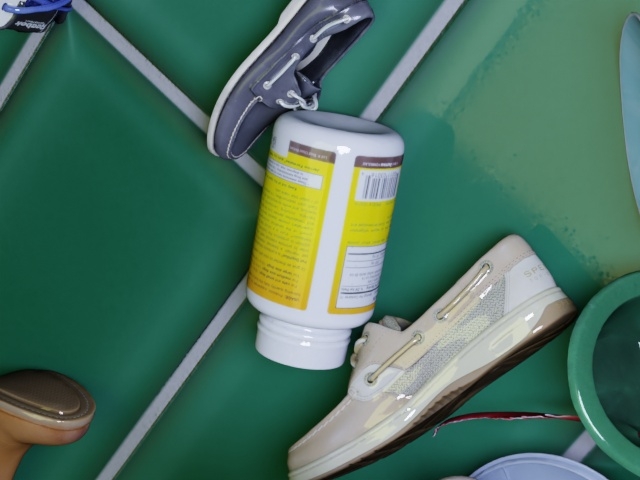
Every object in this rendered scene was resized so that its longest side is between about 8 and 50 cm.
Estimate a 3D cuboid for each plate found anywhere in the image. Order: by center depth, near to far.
[{"bbox_3d":[0.260,-0.082,1.149,0.024,0.188,0.188,-7,95,2],"label":"plate"}]

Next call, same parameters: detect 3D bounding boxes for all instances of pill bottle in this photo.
[{"bbox_3d":[0.000,0.000,1.321,0.117,0.117,0.215,17,105,24],"label":"pill bottle"}]

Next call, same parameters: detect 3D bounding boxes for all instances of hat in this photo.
[{"bbox_3d":[0.246,0.124,1.262,0.208,0.183,0.173,28,70,-7],"label":"hat"}]

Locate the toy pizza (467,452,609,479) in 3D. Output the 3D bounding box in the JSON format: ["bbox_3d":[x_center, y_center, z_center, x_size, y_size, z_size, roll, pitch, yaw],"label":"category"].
[{"bbox_3d":[0.197,0.276,1.282,0.201,0.032,0.201,7,104,28],"label":"toy pizza"}]

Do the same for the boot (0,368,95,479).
[{"bbox_3d":[-0.343,0.243,1.538,0.283,0.109,0.220,5,99,29],"label":"boot"}]

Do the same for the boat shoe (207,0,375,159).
[{"bbox_3d":[-0.027,-0.144,1.338,0.065,0.075,0.206,43,110,18],"label":"boat shoe"}]

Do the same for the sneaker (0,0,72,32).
[{"bbox_3d":[-0.244,-0.285,1.410,0.315,0.127,0.182,7,105,33],"label":"sneaker"}]

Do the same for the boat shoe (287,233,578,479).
[{"bbox_3d":[0.079,0.111,1.308,0.302,0.109,0.098,-39,74,21],"label":"boat shoe"}]

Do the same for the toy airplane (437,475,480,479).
[{"bbox_3d":[0.095,0.325,1.200,0.386,0.384,0.272,18,63,23],"label":"toy airplane"}]
